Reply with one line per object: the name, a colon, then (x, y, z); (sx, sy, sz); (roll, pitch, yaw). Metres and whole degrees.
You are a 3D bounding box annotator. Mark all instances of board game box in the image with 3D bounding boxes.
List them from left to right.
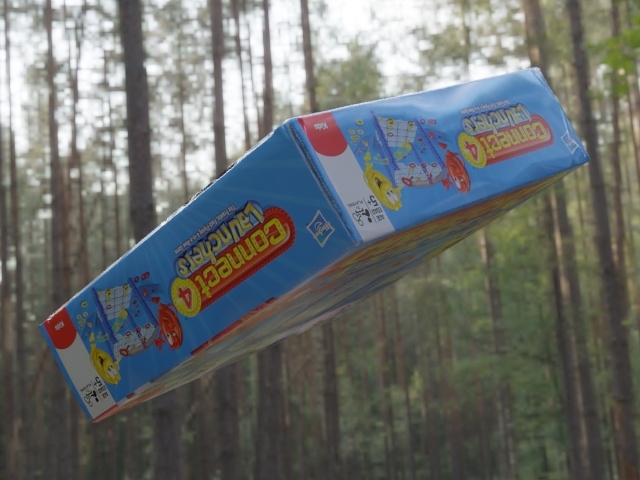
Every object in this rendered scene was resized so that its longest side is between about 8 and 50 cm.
board game box: (0.000, 0.000, 0.860); (0.302, 0.086, 0.308); (-35, -10, 40)
